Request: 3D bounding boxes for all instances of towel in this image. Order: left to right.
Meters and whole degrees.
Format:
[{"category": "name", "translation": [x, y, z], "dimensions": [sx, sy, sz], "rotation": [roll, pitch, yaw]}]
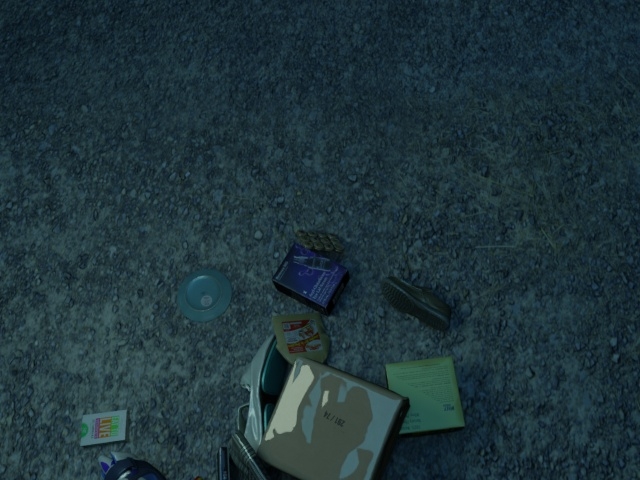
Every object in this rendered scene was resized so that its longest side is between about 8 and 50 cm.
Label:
[{"category": "towel", "translation": [-0.166, 0.695, 1.700], "dimensions": [0.056, 0.324, 0.312], "rotation": [-28, 65, -26]}]

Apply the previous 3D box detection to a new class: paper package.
[{"category": "paper package", "translation": [0.039, 0.515, 1.707], "dimensions": [0.325, 0.168, 0.309], "rotation": [19, 75, 19]}]

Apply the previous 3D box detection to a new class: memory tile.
[{"category": "memory tile", "translation": [0.000, 0.000, 2.079], "dimensions": [0.148, 0.012, 0.113], "rotation": [6, 30, -22]}]

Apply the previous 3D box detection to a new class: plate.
[{"category": "plate", "translation": [-0.390, 0.179, 2.098], "dimensions": [0.188, 0.024, 0.188], "rotation": [-2, 66, 5]}]

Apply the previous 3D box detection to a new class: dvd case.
[{"category": "dvd case", "translation": [-0.274, 0.716, 1.772], "dimensions": [0.030, 0.179, 0.238], "rotation": [0, 66, -12]}]

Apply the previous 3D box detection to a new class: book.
[{"category": "book", "translation": [-0.670, 0.584, 1.953], "dimensions": [0.144, 0.035, 0.096], "rotation": [-9, 62, 4]}]

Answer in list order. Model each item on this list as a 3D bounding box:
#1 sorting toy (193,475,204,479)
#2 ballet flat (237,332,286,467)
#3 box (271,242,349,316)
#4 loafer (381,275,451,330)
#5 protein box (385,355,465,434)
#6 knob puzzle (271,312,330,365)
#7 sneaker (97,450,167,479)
[{"category": "sorting toy", "translation": [-0.431, 0.787, 1.764], "dimensions": [0.046, 0.132, 0.274], "rotation": [33, 60, 12]}, {"category": "ballet flat", "translation": [-0.190, 0.478, 1.903], "dimensions": [0.139, 0.139, 0.400], "rotation": [0, 68, 6]}, {"category": "box", "translation": [-0.031, 0.126, 2.036], "dimensions": [0.207, 0.108, 0.153], "rotation": [25, 72, 15]}, {"category": "loafer", "translation": [0.307, 0.189, 1.994], "dimensions": [0.251, 0.094, 0.087], "rotation": [34, 50, 9]}, {"category": "protein box", "translation": [0.302, 0.463, 1.840], "dimensions": [0.200, 0.136, 0.201], "rotation": [-8, 66, 3]}, {"category": "knob puzzle", "translation": [-0.056, 0.324, 1.958], "dimensions": [0.213, 0.030, 0.213], "rotation": [16, 54, -22]}, {"category": "sneaker", "translation": [-0.552, 0.695, 1.736], "dimensions": [0.236, 0.323, 0.130], "rotation": [32, 92, 10]}]
